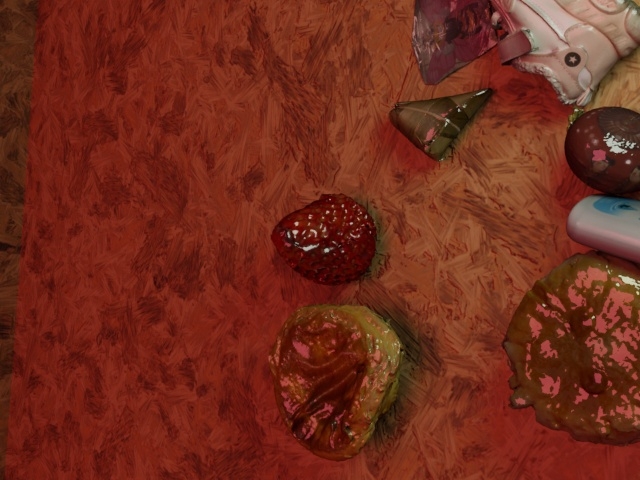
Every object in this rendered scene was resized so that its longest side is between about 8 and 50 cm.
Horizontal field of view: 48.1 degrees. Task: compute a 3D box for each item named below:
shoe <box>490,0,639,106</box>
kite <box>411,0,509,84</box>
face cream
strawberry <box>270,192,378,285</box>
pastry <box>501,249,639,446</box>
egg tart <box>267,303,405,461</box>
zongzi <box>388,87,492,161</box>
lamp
[{"bbox_3d":[0.368,-0.384,1.225,0.351,0.172,0.198,44,119,24],"label":"shoe"},{"bbox_3d":[0.319,-0.443,1.394,0.360,0.022,0.204,-13,80,42],"label":"kite"},{"bbox_3d":[0.549,0.008,1.065,0.336,0.163,0.080,23,118,41],"label":"face cream"},{"bbox_3d":[0.000,0.000,1.515,0.205,0.244,0.205,-3,85,40],"label":"strawberry"},{"bbox_3d":[0.456,0.178,1.158,0.329,0.136,0.330,-1,89,43],"label":"pastry"},{"bbox_3d":[0.036,0.287,1.531,0.339,0.153,0.352,26,106,41],"label":"egg tart"},{"bbox_3d":[0.232,-0.268,1.433,0.176,0.078,0.160,-53,55,15],"label":"zongzi"},{"bbox_3d":[0.472,-0.139,1.164,0.156,0.157,0.135,13,141,5],"label":"lamp"}]
